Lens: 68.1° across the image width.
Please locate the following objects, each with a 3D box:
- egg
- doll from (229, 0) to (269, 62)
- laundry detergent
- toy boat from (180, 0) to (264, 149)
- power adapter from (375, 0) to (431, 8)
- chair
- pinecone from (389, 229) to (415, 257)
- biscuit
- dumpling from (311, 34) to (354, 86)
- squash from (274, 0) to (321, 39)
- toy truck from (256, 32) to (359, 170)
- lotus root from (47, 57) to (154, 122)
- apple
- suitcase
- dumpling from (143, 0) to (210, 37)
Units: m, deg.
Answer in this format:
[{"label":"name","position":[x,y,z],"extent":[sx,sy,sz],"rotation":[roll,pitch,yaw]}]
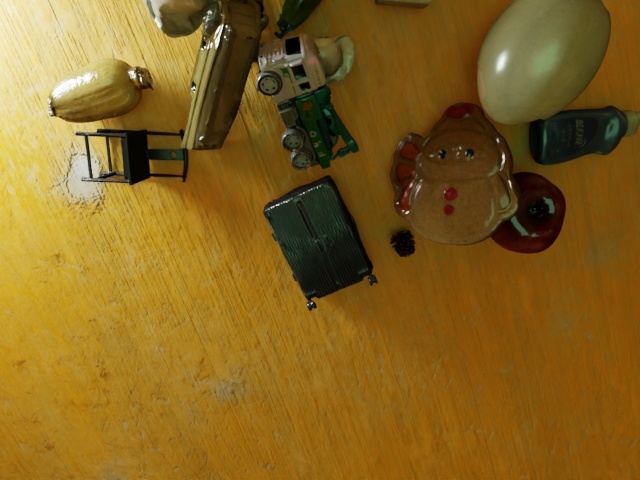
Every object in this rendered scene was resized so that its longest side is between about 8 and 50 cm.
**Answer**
[{"label":"egg","position":[0.530,-0.446,1.178],"extent":[0.278,0.278,0.336],"rotation":[37,101,-10]},{"label":"doll","position":[-0.203,-0.552,1.222],"extent":[0.137,0.097,0.210],"rotation":[1,138,-12]},{"label":"laundry detergent","position":[0.742,-0.300,1.318],"extent":[0.289,0.094,0.144],"rotation":[-9,103,4]},{"label":"toy boat","position":[-0.277,-0.407,1.221],"extent":[0.135,0.162,0.446],"rotation":[-9,141,-38]},{"label":"power adapter","position":[0.178,-0.667,1.195],"extent":[0.204,0.125,0.130],"rotation":[3,109,-1]},{"label":"chair","position":[-0.524,-0.236,1.338],"extent":[0.260,0.141,0.155],"rotation":[3,108,3]},{"label":"pinecone","position":[0.252,0.010,1.432],"extent":[0.077,0.083,0.077],"rotation":[-16,147,-11]},{"label":"biscuit","position":[0.359,-0.179,1.284],"extent":[0.358,0.074,0.381],"rotation":[6,97,30]},{"label":"dumpling","position":[0.002,-0.479,1.275],"extent":[0.187,0.108,0.127],"rotation":[-17,132,-8]},{"label":"squash","position":[-0.014,-0.663,1.224],"extent":[0.087,0.087,0.331],"rotation":[41,105,-11]},{"label":"toy truck","position":[-0.037,-0.346,1.234],"extent":[0.177,0.177,0.363],"rotation":[-19,133,11]},{"label":"lotus root","position":[-0.597,-0.404,1.288],"extent":[0.303,0.131,0.146],"rotation":[-16,129,6]},{"label":"apple","position":[0.560,-0.081,1.324],"extent":[0.233,0.234,0.234],"rotation":[0,107,1]},{"label":"suitcase","position":[0.000,0.000,1.392],"extent":[0.229,0.152,0.335],"rotation":[-24,105,7]},{"label":"dumpling","position":[-0.292,-0.613,1.091],"extent":[0.243,0.226,0.175],"rotation":[-35,80,40]}]
